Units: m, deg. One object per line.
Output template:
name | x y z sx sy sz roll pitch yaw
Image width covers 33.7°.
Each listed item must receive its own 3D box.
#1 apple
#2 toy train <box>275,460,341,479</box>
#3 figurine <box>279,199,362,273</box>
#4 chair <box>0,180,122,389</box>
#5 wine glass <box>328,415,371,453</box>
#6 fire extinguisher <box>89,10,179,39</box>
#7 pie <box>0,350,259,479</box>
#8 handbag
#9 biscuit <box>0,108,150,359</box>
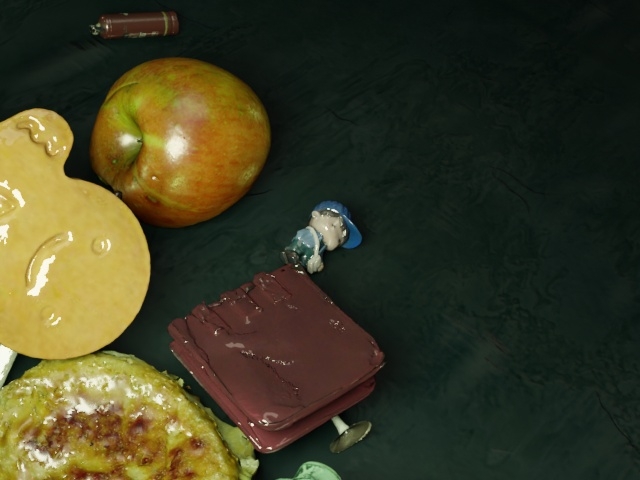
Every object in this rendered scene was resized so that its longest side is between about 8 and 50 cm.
apple | -0.194 -0.139 1.518 0.226 0.246 0.246 0 45 -45
toy train | -0.042 0.398 1.037 0.237 0.150 0.369 45 51 -10
figurine | -0.007 -0.001 1.543 0.136 0.077 0.079 -36 31 -24
chair | -0.389 0.053 1.307 0.160 0.319 0.186 25 0 2
wine glass | -0.015 0.178 1.363 0.066 0.066 0.198 -17 55 -32
fire extinguisher | -0.320 -0.363 1.783 0.158 0.043 0.064 -8 22 -27
pie | -0.238 0.259 1.179 0.355 0.103 0.288 -26 57 -37
handbag | -0.055 0.139 1.299 0.203 0.074 0.216 -28 57 -34
biscuit | -0.352 -0.012 1.178 0.355 0.052 0.275 42 77 -15
